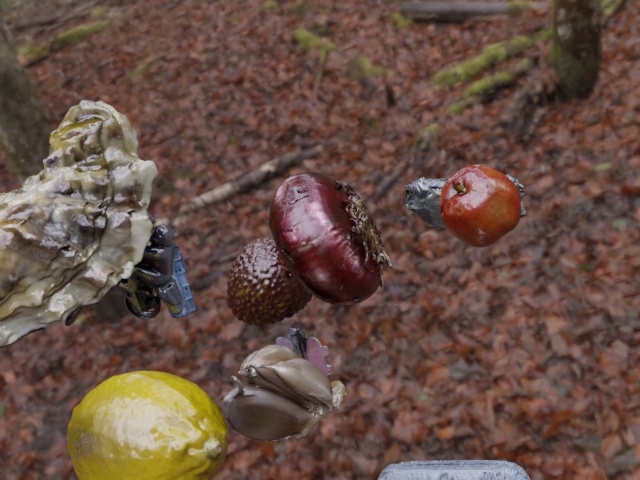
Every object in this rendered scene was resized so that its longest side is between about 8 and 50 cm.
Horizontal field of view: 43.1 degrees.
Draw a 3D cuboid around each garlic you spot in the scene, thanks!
[{"bbox_3d":[-0.098,0.350,1.833,0.237,0.292,0.210,-16,52,60],"label":"garlic"}]

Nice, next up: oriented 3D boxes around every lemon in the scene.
[{"bbox_3d":[-0.321,0.380,1.544,0.316,0.285,0.285,-2,24,6],"label":"lemon"}]

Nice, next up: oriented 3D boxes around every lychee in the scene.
[{"bbox_3d":[-0.135,0.115,2.171,0.271,0.236,0.236,-53,6,30],"label":"lychee"}]

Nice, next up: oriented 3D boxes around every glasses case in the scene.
[{"bbox_3d":[0.239,0.454,1.463,0.282,0.109,0.067,-6,5,18],"label":"glasses case"}]

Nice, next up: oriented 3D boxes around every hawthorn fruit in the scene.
[{"bbox_3d":[0.337,-0.082,1.770,0.179,0.200,0.179,-18,62,38],"label":"hawthorn fruit"}]

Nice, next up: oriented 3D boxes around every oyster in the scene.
[{"bbox_3d":[-0.342,-0.015,0.901,0.351,0.115,0.238,-24,59,-23],"label":"oyster"}]

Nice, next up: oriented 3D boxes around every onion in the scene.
[{"bbox_3d":[0.000,0.000,1.717,0.232,0.314,0.314,-28,20,13],"label":"onion"}]

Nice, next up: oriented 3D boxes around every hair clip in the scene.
[{"bbox_3d":[-0.046,0.311,2.151,0.146,0.187,0.056,-10,12,21],"label":"hair clip"}]

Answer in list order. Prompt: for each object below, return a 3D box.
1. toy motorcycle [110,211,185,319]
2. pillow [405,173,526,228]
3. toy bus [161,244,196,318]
[{"bbox_3d":[-0.241,0.020,1.079,0.124,0.193,0.061,-15,22,23],"label":"toy motorcycle"},{"bbox_3d":[0.399,-0.108,2.257,0.335,0.162,0.092,0,25,19],"label":"pillow"},{"bbox_3d":[-0.326,0.089,1.797,0.065,0.166,0.047,-18,5,-33],"label":"toy bus"}]
